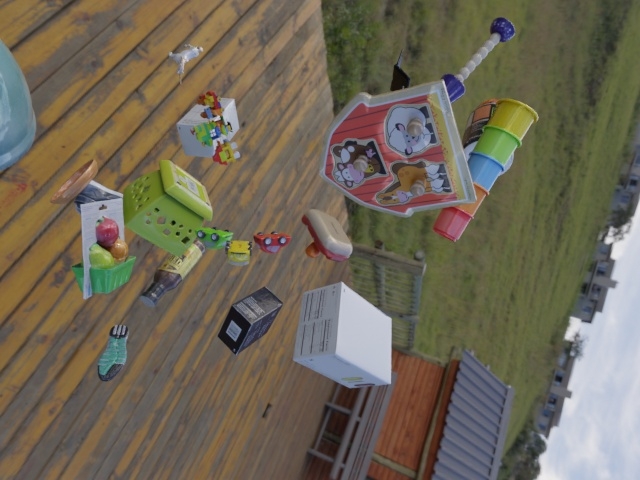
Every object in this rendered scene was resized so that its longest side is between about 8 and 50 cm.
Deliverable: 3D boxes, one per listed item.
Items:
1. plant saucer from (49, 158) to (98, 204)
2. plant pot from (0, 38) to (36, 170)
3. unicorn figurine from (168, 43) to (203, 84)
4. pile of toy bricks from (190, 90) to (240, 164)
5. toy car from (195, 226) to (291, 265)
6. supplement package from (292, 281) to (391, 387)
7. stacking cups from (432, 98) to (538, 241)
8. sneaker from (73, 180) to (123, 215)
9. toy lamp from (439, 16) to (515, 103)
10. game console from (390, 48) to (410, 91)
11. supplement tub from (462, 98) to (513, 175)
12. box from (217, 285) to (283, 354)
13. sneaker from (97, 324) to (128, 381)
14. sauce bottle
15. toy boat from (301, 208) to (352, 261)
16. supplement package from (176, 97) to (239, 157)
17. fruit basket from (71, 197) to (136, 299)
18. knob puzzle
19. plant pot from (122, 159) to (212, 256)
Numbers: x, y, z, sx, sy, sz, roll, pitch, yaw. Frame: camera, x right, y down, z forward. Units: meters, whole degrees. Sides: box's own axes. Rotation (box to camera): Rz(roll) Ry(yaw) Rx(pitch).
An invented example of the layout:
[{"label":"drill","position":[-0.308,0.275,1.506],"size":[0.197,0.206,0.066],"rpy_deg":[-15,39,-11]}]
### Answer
[{"label":"plant saucer","position":[-0.827,-0.194,1.385],"size":[0.037,0.200,0.200],"rpy_deg":[47,57,-34]},{"label":"plant pot","position":[-0.592,-0.256,0.597],"size":[0.196,0.293,0.293],"rpy_deg":[-47,-177,44]},{"label":"unicorn figurine","position":[-0.476,-0.635,1.423],"size":[0.162,0.111,0.060],"rpy_deg":[-50,145,-9]},{"label":"pile of toy bricks","position":[-0.331,-0.329,1.212],"size":[0.105,0.118,0.212],"rpy_deg":[-30,130,-23]},{"label":"toy car","position":[-0.222,0.008,1.048],"size":[0.239,0.225,0.053],"rpy_deg":[-23,121,-63]},{"label":"supplement package","position":[0.073,0.275,1.152],"size":[0.262,0.145,0.204],"rpy_deg":[38,45,-36]},{"label":"stacking cups","position":[0.350,-0.148,0.906],"size":[0.316,0.096,0.096],"rpy_deg":[-61,160,8]},{"label":"sneaker","position":[-0.951,-0.150,1.789],"size":[0.226,0.086,0.163],"rpy_deg":[26,60,-26]},{"label":"toy lamp","position":[0.403,-0.472,1.095],"size":[0.274,0.080,0.080],"rpy_deg":[-50,156,-2]},{"label":"game console","position":[0.276,-0.548,1.363],"size":[0.071,0.107,0.122],"rpy_deg":[-37,163,-9]},{"label":"supplement tub","position":[0.663,-0.407,1.605],"size":[0.193,0.194,0.316],"rpy_deg":[80,29,-48]},{"label":"box","position":[-0.220,0.251,1.289],"size":[0.158,0.093,0.156],"rpy_deg":[-26,152,-54]},{"label":"sneaker","position":[-0.725,0.412,1.442],"size":[0.223,0.083,0.098],"rpy_deg":[-100,-153,-51]},{"label":"sauce bottle","position":[-0.624,0.132,1.733],"size":[0.111,0.112,0.344],"rpy_deg":[84,24,-43]},{"label":"toy boat","position":[0.000,0.000,1.457],"size":[0.151,0.231,0.151],"rpy_deg":[18,124,-44]},{"label":"supplement package","position":[-0.432,-0.444,1.594],"size":[0.244,0.139,0.133],"rpy_deg":[-71,164,-46]},{"label":"fruit basket","position":[-0.863,0.019,1.614],"size":[0.327,0.166,0.352],"rpy_deg":[-95,-177,-79]},{"label":"knob puzzle","position":[0.081,-0.096,0.524],"size":[0.213,0.213,0.030],"rpy_deg":[81,24,-47]},{"label":"plant pot","position":[-0.505,-0.121,1.384],"size":[0.207,0.228,0.227],"rpy_deg":[-41,134,9]}]
